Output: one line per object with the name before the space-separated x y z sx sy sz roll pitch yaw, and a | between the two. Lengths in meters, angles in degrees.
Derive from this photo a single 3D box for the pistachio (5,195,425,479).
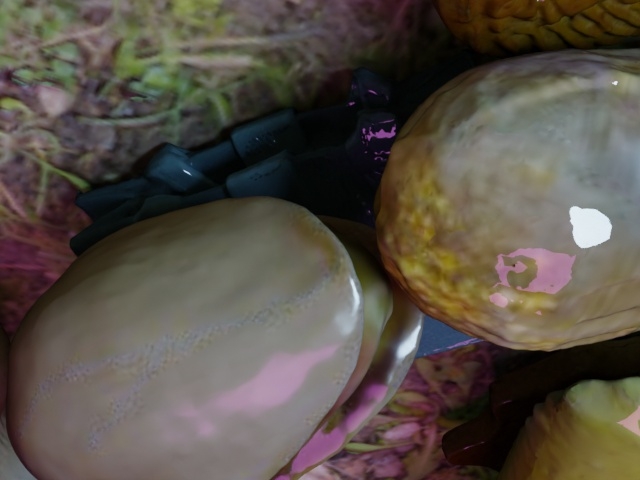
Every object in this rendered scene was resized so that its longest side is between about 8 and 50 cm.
pistachio | -0.056 0.057 0.550 0.215 0.144 0.144 -24 134 29

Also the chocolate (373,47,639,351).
chocolate | 0.169 -0.034 0.509 0.309 0.134 0.134 -8 140 -17

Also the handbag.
handbag | 0.000 0.000 0.625 0.229 0.062 0.179 -18 135 17

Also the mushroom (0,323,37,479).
mushroom | -0.195 0.172 0.772 0.159 0.122 0.328 -19 135 6

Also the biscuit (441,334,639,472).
biscuit | 0.187 0.119 0.781 0.215 0.034 0.182 -8 139 6

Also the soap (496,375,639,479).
soap | 0.251 0.178 0.739 0.306 0.115 0.427 -4 141 -5

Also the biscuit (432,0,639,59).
biscuit | 0.131 -0.126 0.453 0.188 0.027 0.188 -17 161 -6
